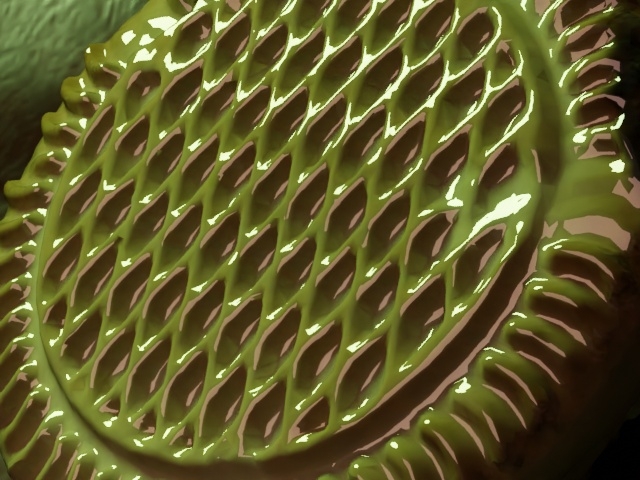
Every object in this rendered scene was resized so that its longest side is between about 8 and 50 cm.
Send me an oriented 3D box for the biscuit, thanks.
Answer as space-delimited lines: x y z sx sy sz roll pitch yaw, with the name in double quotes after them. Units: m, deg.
0.000 0.000 0.605 0.259 0.079 0.259 -17 54 25 "biscuit"
